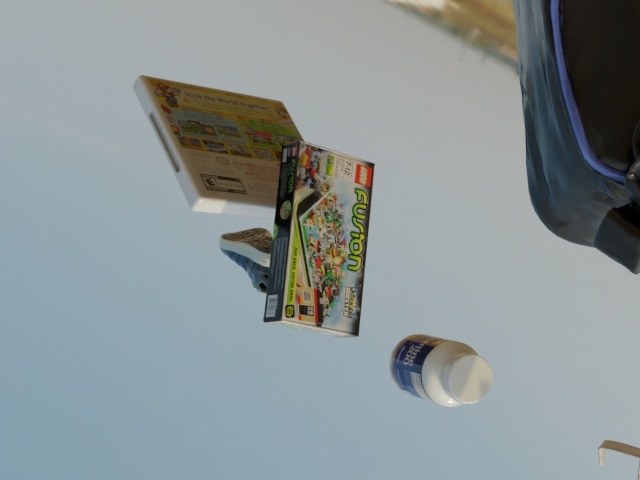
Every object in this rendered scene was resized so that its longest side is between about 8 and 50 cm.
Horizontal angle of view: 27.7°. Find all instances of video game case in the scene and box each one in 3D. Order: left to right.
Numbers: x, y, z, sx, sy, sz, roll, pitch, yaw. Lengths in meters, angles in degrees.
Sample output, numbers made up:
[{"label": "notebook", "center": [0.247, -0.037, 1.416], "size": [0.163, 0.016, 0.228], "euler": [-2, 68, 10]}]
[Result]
[{"label": "video game case", "center": [-0.097, -0.107, 1.568], "size": [0.227, 0.026, 0.206], "euler": [5, -135, -42]}]

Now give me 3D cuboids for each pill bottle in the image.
[{"label": "pill bottle", "center": [0.123, 0.133, 1.320], "size": [0.067, 0.067, 0.120], "euler": [25, 172, -22]}]

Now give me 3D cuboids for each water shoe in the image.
[{"label": "water shoe", "center": [-0.087, 0.033, 1.770], "size": [0.073, 0.080, 0.203], "euler": [-11, -168, -18]}]

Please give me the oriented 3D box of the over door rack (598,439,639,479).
[{"label": "over door rack", "center": [0.368, 0.424, 1.480], "size": [0.108, 0.324, 0.239], "euler": [-10, -167, 33]}]

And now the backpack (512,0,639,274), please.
[{"label": "backpack", "center": [0.223, -0.116, 0.617], "size": [0.264, 0.276, 0.213], "euler": [-5, 169, 2]}]

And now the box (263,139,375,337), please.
[{"label": "box", "center": [0.000, 0.000, 1.475], "size": [0.114, 0.206, 0.036], "euler": [13, 166, -36]}]
